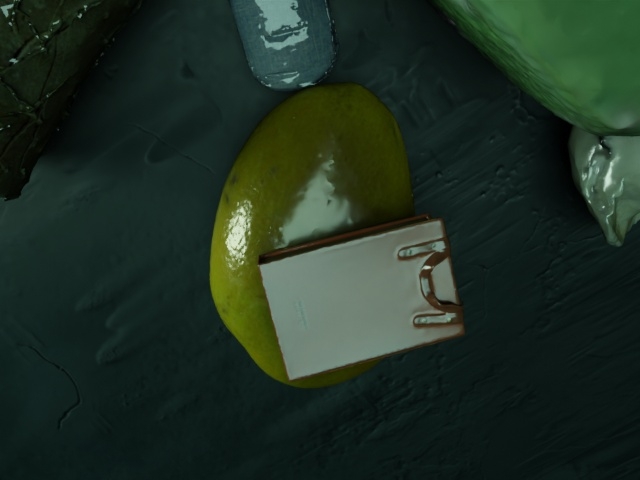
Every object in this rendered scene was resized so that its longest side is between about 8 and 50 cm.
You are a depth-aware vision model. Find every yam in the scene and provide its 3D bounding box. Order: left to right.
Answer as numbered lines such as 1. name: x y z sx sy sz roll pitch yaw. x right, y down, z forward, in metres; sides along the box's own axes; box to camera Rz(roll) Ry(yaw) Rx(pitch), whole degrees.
1. yam: -0.308 -0.222 0.541 0.241 0.241 0.348 38 102 -15

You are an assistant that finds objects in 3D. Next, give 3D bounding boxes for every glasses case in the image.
1. glasses case: -0.056 -0.304 0.602 0.109 0.067 0.282 -14 107 4

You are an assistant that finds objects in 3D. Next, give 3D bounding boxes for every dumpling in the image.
1. dumpling: 0.413 -0.116 0.656 0.243 0.175 0.227 -40 137 26

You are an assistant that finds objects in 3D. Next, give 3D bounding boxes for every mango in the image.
1. mango: 0.000 0.000 0.657 0.253 0.182 0.365 7 110 -5

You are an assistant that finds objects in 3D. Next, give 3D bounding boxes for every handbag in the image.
1. handbag: 0.043 0.055 0.563 0.190 0.063 0.127 -14 101 -4

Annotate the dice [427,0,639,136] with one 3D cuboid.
1. dice: 0.227 -0.304 0.445 0.318 0.330 0.322 32 111 -30
